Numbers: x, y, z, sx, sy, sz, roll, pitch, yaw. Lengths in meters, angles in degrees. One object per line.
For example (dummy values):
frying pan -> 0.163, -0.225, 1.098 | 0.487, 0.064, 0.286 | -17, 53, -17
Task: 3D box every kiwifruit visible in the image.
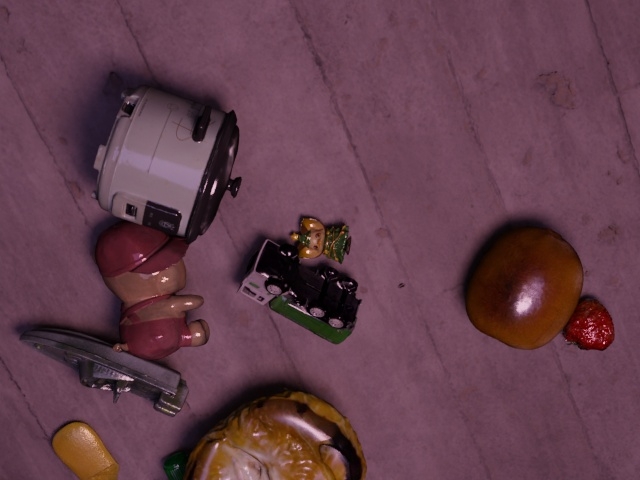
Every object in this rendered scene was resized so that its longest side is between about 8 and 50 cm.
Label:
kiwifruit -> 0.384, 0.085, 1.440 | 0.196, 0.196, 0.233 | 21, 97, -11

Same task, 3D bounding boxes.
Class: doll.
doll -> 0.006, -0.001, 1.455 | 0.113, 0.077, 0.078 | 12, 100, 21
doll -> -0.305, 0.082, 1.387 | 0.196, 0.152, 0.255 | -15, 95, 8

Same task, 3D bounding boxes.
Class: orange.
orange -> -0.099, 0.433, 1.470 | 0.369, 0.210, 0.271 | -35, 99, 5

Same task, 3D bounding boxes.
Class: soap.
soap -> -0.458, 0.432, 1.523 | 0.089, 0.033, 0.168 | -35, 106, 6

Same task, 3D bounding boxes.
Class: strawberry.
strawberry -> 0.537, 0.167, 1.525 | 0.106, 0.106, 0.106 | -1, 105, -6

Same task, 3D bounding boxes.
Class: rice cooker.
rice cooker -> -0.245, -0.126, 1.294 | 0.227, 0.241, 0.280 | 19, 141, -8

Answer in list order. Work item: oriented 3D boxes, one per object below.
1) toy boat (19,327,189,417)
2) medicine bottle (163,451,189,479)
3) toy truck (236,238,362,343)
toy boat -> -0.402, 0.239, 1.425 | 0.320, 0.141, 0.092 | 25, 64, -9
medicine bottle -> -0.234, 0.567, 1.562 | 0.111, 0.076, 0.308 | -25, 105, -7
toy truck -> -0.033, 0.104, 1.443 | 0.243, 0.101, 0.125 | 31, 141, -14
